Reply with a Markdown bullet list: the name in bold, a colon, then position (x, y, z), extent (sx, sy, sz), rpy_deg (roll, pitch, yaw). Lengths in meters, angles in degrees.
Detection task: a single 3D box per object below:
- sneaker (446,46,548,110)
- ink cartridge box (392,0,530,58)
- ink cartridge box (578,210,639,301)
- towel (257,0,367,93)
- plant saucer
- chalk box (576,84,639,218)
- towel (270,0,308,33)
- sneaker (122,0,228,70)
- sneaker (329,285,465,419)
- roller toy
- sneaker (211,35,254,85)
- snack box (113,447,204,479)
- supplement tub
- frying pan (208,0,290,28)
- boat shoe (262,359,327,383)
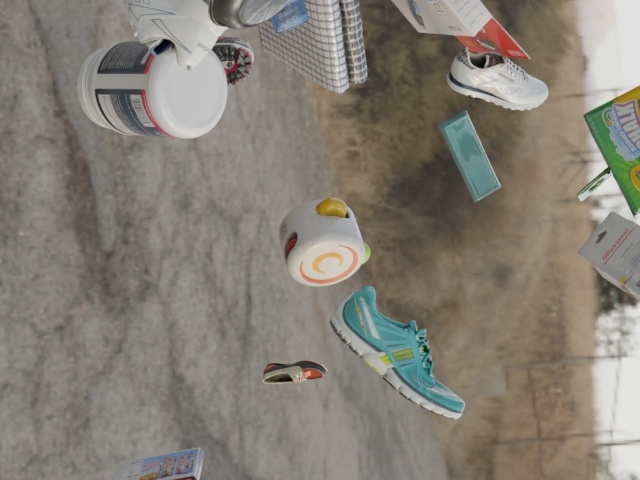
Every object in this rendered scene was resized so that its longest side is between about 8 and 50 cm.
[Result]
- **sneaker**: position (0.395, -0.353, 2.157), extent (0.090, 0.235, 0.095), rpy_deg (-97, -158, -45)
- **ink cartridge box**: position (0.283, -0.467, 2.129), extent (0.261, 0.066, 0.296), rpy_deg (44, -2, -21)
- **ink cartridge box**: position (0.550, 0.038, 1.720), extent (0.181, 0.104, 0.061), rpy_deg (40, 1, 43)
- **towel**: position (-0.022, -0.468, 2.106), extent (0.283, 0.121, 0.235), rpy_deg (36, -31, 41)
- **plant saucer**: position (0.312, -0.172, 2.060), extent (0.192, 0.067, 0.018), rpy_deg (61, -4, -23)
- **chalk box**: position (0.534, -0.149, 1.578), extent (0.179, 0.288, 0.180), rpy_deg (66, 16, 10)
- **towel**: position (-0.069, -0.423, 1.727), extent (0.029, 0.067, 0.119), rpy_deg (-102, 169, -58)
- **sneaker**: position (-0.294, -0.403, 1.752), extent (0.129, 0.297, 0.111), rpy_deg (-58, 148, 3)
- **sneaker**: position (0.141, 0.191, 1.653), extent (0.275, 0.110, 0.107), rpy_deg (43, 0, 0)
- **roller toy**: position (0.000, 0.000, 2.363), extent (0.209, 0.191, 0.146), rpy_deg (55, 15, -50)
- **sneaker**: position (-0.299, -0.401, 2.274), extent (0.112, 0.299, 0.121), rpy_deg (-87, 173, -58)
- **snack box**: position (-0.303, 0.430, 1.852), extent (0.064, 0.178, 0.022), rpy_deg (-82, 152, -48)
- **supplement tub**: position (-0.336, -0.302, 1.978), extent (0.191, 0.272, 0.191), rpy_deg (-11, 105, -47)
- **frying pan**: position (-0.032, -0.420, 1.423), extent (0.053, 0.326, 0.197), rpy_deg (47, 2, 11)
- **boat shoe**: position (-0.053, 0.271, 2.022), extent (0.043, 0.137, 0.049), rpy_deg (-67, 147, -46)
